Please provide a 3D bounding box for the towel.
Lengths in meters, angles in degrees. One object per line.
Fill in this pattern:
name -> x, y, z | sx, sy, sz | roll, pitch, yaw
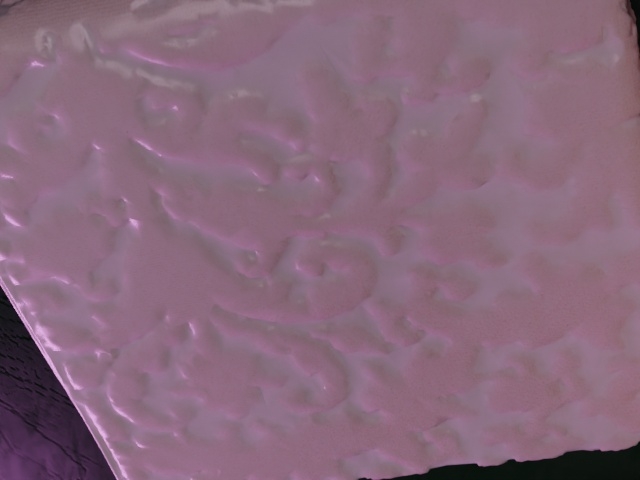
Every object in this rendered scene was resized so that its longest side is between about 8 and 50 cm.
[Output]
towel -> 0.000, 0.000, 0.558 | 0.332, 0.053, 0.317 | -10, 125, 14
